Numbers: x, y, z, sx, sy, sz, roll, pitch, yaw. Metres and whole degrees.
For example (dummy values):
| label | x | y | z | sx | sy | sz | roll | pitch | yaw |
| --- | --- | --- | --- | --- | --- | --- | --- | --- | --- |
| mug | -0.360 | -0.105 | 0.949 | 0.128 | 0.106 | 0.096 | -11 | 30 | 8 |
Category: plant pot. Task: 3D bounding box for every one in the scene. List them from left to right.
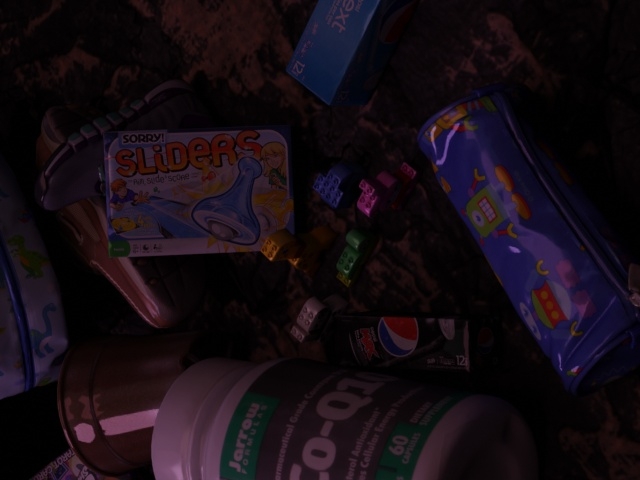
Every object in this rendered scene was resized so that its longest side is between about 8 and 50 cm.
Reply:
| label | x | y | z | sx | sy | sz | roll | pitch | yaw |
| --- | --- | --- | --- | --- | --- | --- | --- | --- | --- |
| plant pot | -0.177 | 0.171 | 1.816 | 0.165 | 0.167 | 0.167 | -14 | 85 | 32 |

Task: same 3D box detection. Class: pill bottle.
| label | x | y | z | sx | sy | sz | roll | pitch | yaw |
| --- | --- | --- | --- | --- | --- | --- | --- | --- | --- |
| pill bottle | 0.017 | 0.227 | 1.622 | 0.361 | 0.204 | 0.204 | 7 | 98 | 38 |

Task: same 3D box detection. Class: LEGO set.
| label | x | y | z | sx | sy | sz | roll | pitch | yaw |
| --- | --- | --- | --- | --- | --- | --- | --- | --- | --- |
| LEGO set | 0.000 | 0.000 | 1.689 | 0.087 | 0.093 | 0.227 | 42 | 118 | 30 |

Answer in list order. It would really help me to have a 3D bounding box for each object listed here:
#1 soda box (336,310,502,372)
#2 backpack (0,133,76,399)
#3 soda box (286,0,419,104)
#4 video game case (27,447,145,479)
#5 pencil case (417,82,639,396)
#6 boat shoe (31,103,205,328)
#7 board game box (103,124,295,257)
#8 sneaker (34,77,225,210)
| label | x | y | z | sx | sy | sz | roll | pitch | yaw |
| --- | --- | --- | --- | --- | --- | --- | --- | --- | --- |
| soda box | 0.097 | 0.101 | 1.638 | 0.169 | 0.060 | 0.053 | -1 | 92 | 40 |
| backpack | -0.415 | 0.032 | 1.905 | 0.355 | 0.273 | 0.290 | 44 | 142 | 25 |
| soda box | 0.049 | -0.242 | 1.646 | 0.071 | 0.067 | 0.210 | 41 | 118 | 29 |
| video game case | -0.292 | 0.367 | 1.929 | 0.232 | 0.042 | 0.210 | -37 | 63 | 9 |
| pencil case | 0.210 | -0.007 | 1.497 | 0.306 | 0.119 | 0.133 | 60 | 149 | 19 |
| boat shoe | -0.238 | -0.015 | 1.878 | 0.116 | 0.123 | 0.324 | -56 | 52 | 32 |
| board game box | -0.129 | -0.053 | 1.747 | 0.201 | 0.035 | 0.136 | -3 | 93 | -4 |
| sneaker | -0.205 | -0.091 | 1.784 | 0.098 | 0.223 | 0.083 | 42 | 157 | 24 |
